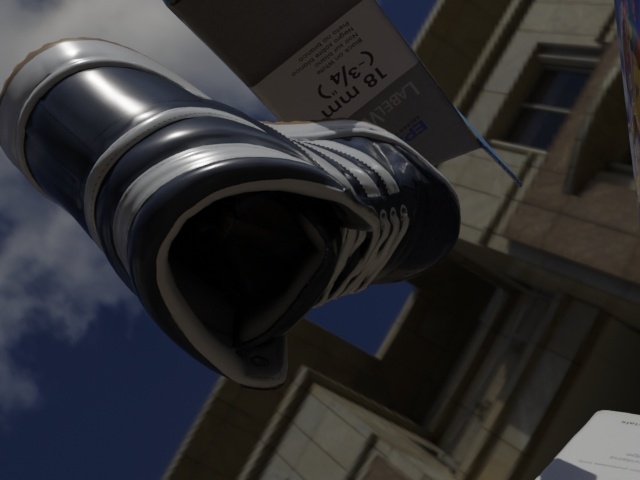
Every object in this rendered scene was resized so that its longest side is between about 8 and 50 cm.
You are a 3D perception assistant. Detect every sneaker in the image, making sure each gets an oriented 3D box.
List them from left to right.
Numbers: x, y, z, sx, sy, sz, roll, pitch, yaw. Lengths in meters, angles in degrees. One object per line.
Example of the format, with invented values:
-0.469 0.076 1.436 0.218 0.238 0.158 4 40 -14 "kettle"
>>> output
0.000 0.000 0.517 0.282 0.153 0.099 15 -72 -44 "sneaker"

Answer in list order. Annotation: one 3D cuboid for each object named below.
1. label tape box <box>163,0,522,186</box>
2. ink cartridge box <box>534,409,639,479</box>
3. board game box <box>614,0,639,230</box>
-0.012 -0.158 0.817 0.106 0.240 0.334 -39 -43 8 "label tape box"
0.196 0.319 0.737 0.385 0.160 0.279 -24 -65 -53 "ink cartridge box"
0.267 -0.063 0.773 0.078 0.233 0.347 -6 -91 11 "board game box"
